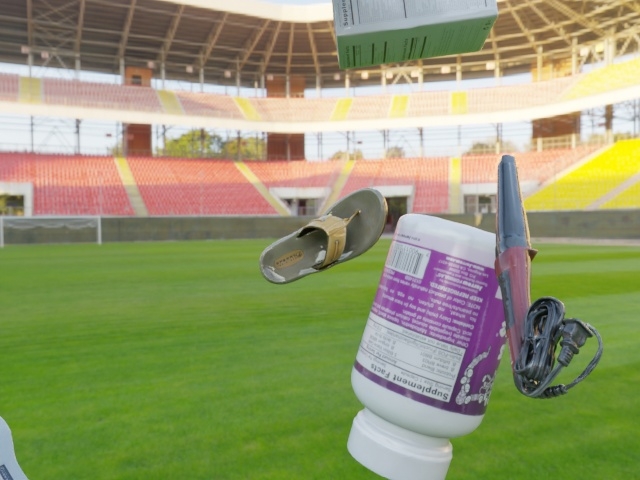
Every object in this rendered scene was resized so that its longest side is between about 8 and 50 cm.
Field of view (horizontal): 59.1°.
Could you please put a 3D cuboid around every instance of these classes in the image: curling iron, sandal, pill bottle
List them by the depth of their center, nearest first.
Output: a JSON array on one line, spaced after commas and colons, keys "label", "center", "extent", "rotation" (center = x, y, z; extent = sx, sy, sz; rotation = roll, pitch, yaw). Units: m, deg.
[{"label": "curling iron", "center": [0.172, 0.012, 0.467], "extent": [0.035, 0.274, 0.068], "rotation": [36, -53, -19]}, {"label": "sandal", "center": [0.000, 0.000, 0.674], "extent": [0.180, 0.072, 0.049], "rotation": [-28, -11, 13]}, {"label": "pill bottle", "center": [0.135, 0.131, 0.694], "extent": [0.169, 0.301, 0.169], "rotation": [17, 1, 0]}]

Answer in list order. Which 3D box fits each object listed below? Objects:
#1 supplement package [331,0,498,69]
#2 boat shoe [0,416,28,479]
[{"label": "supplement package", "center": [0.141, -0.379, 0.909], "extent": [0.244, 0.139, 0.134], "rotation": [-6, -6, 4]}, {"label": "boat shoe", "center": [-0.478, 0.337, 0.815], "extent": [0.083, 0.183, 0.065], "rotation": [-41, -15, 30]}]
